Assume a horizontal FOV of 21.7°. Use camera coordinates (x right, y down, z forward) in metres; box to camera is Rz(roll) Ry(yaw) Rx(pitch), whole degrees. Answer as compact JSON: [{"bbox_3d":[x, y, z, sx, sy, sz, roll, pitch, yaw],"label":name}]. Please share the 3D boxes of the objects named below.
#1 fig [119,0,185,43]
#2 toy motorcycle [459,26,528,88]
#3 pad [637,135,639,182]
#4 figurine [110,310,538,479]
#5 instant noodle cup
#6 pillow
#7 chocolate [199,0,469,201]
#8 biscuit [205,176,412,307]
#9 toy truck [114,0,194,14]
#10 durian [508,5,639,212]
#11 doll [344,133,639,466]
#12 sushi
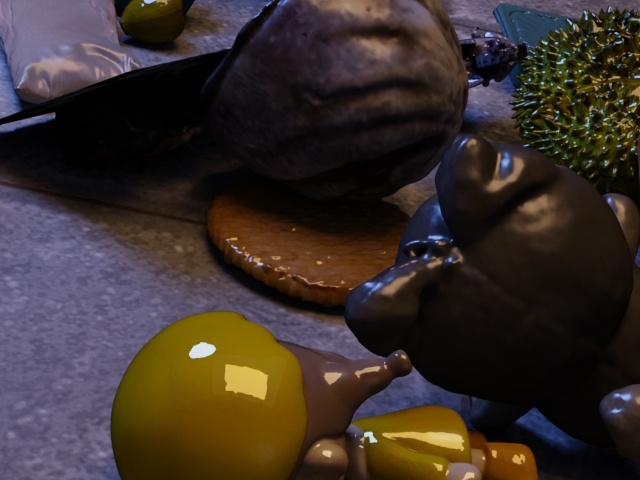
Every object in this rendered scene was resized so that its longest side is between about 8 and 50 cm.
[{"bbox_3d":[-0.221,-0.290,2.177,0.088,0.074,0.074,-19,39,-17],"label":"fig"},{"bbox_3d":[0.166,-0.227,2.157,0.215,0.080,0.122,-12,5,20],"label":"toy motorcycle"},{"bbox_3d":[0.476,-0.060,1.981,0.266,0.176,0.002,-8,6,-33],"label":"pad"},{"bbox_3d":[-0.003,0.166,1.360,0.344,0.215,0.187,13,72,-24],"label":"figurine"},{"bbox_3d":[0.323,-0.262,2.361,0.157,0.070,0.179,10,28,-10],"label":"instant noodle cup"},{"bbox_3d":[-0.311,-0.245,2.061,0.173,0.067,0.270,-4,33,-18],"label":"pillow"},{"bbox_3d":[0.044,-0.150,1.800,0.213,0.303,0.303,42,36,15],"label":"chocolate"},{"bbox_3d":[0.000,0.000,1.792,0.254,0.035,0.254,11,28,-6],"label":"biscuit"},{"bbox_3d":[-0.274,-0.394,2.245,0.253,0.114,0.124,31,40,-10],"label":"toy truck"},{"bbox_3d":[0.372,-0.169,2.055,0.291,0.224,0.291,13,31,-8],"label":"durian"},{"bbox_3d":[0.233,0.071,1.433,0.382,0.252,0.379,27,-4,-41],"label":"doll"},{"bbox_3d":[-0.170,-0.136,1.880,0.296,0.100,0.373,-14,4,41],"label":"sushi"}]
